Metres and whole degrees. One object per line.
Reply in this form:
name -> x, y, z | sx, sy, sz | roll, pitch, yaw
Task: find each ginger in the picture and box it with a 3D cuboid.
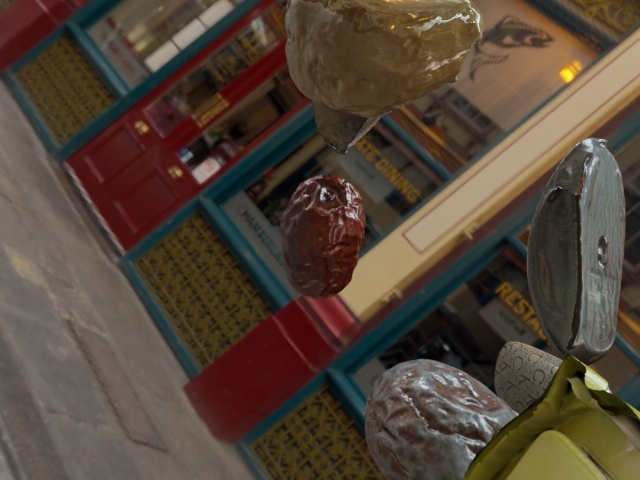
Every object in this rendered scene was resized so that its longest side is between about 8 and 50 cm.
ginger -> 0.051, -0.209, 0.828 | 0.267, 0.152, 0.137 | 15, -49, 31

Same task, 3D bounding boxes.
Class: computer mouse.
computer mouse -> 0.412, 0.017, 1.249 | 0.114, 0.373, 0.203 | -2, -14, 46

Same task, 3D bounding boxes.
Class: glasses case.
glasses case -> 0.454, 0.302, 1.519 | 0.085, 0.137, 0.355 | 10, 5, -17

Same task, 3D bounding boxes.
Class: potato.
potato -> 0.080, -0.248, 0.993 | 0.120, 0.261, 0.100 | 43, 19, 9

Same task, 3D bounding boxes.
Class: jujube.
jujube -> 0.000, 0.000, 0.953 | 0.109, 0.112, 0.176 | 41, -32, 24
jujube -> 0.205, 0.336, 1.272 | 0.247, 0.215, 0.308 | 17, 10, -12

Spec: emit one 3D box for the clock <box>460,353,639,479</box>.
clock -> 0.162, 0.239, 0.550 | 0.071, 0.293, 0.277 | 35, 11, -6
